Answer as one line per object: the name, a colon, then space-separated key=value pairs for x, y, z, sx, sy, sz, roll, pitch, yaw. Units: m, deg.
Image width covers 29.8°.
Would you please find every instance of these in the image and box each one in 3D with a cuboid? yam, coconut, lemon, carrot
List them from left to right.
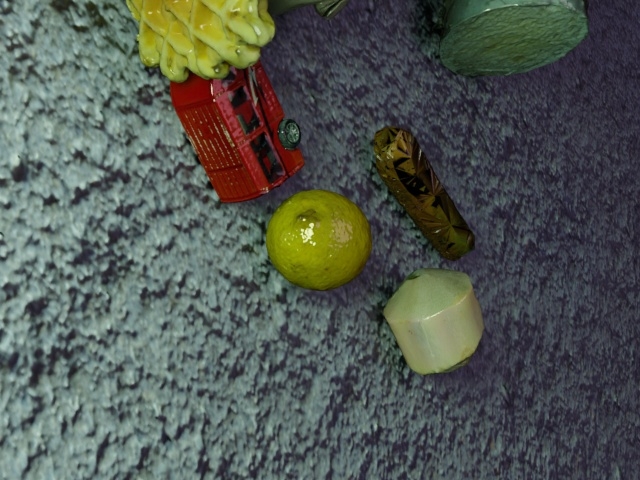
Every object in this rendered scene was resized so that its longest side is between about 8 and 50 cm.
lemon: x=0.000 y=0.000 z=1.276 sx=0.133 sy=0.109 sz=0.109 roll=28 pitch=55 yaw=-60
carrot: x=0.136 y=-0.056 z=1.562 sx=0.229 sy=0.069 sz=0.069 roll=52 pitch=39 yaw=-37
coconut: x=0.138 y=0.089 z=1.464 sx=0.116 sy=0.116 sz=0.122 roll=-53 pitch=128 yaw=-52
yam: x=0.276 y=-0.420 z=1.795 sx=0.241 sy=0.241 sz=0.348 roll=33 pitch=49 yaw=-49

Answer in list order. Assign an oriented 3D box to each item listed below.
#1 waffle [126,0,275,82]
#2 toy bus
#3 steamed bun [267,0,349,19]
waffle: x=-0.121 y=-0.273 z=1.074 sx=0.056 sy=0.250 sz=0.261 roll=-15 pitch=94 yaw=-34
toy bus: x=-0.095 y=-0.139 z=1.207 sx=0.089 sy=0.081 sz=0.195 roll=-45 pitch=118 yaw=-44
steamed bun: x=-0.014 y=-0.407 z=1.240 sx=0.394 sy=0.237 sz=0.347 roll=45 pitch=35 yaw=-56
